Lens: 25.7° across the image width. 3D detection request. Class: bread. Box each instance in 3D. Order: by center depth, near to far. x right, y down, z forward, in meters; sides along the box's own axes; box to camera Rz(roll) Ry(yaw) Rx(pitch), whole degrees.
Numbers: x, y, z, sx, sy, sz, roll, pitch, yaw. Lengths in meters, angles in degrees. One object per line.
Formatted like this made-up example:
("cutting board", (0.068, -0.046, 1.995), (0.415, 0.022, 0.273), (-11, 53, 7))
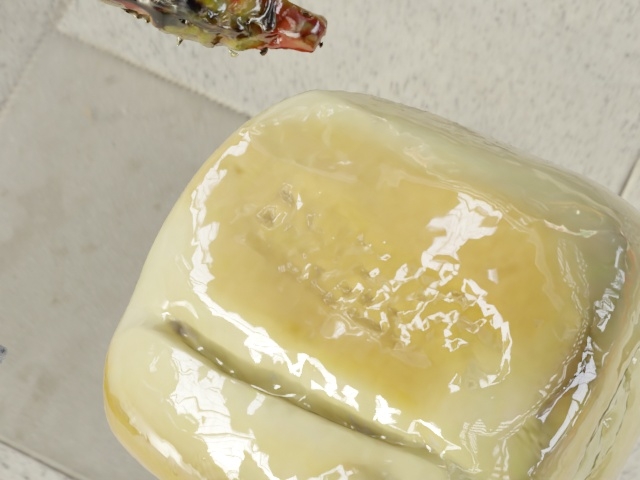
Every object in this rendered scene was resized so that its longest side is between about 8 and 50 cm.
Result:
("bread", (0.047, 0.077, 1.029), (0.376, 0.253, 0.348), (24, 74, 27))

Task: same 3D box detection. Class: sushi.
("sushi", (-0.100, -0.217, 1.233), (0.226, 0.097, 0.103), (20, 71, 3))

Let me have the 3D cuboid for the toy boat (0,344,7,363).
("toy boat", (-0.402, 0.177, 1.261), (0.283, 0.127, 0.078), (-44, 84, 16))
